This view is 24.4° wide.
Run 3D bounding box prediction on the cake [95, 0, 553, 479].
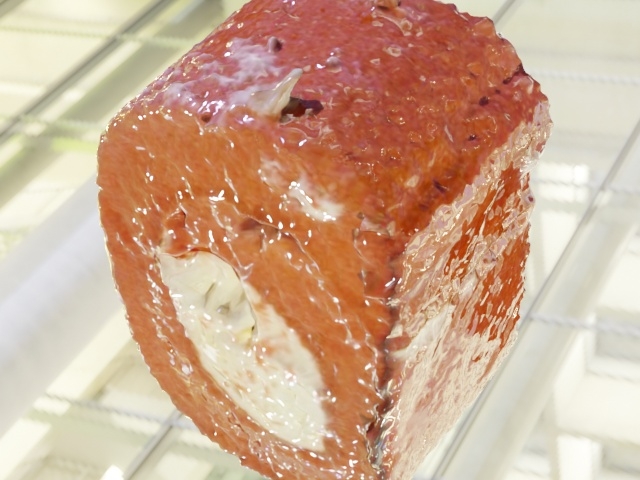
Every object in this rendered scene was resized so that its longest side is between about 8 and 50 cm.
[{"bbox_3d":[0.000,0.000,0.750,0.177,0.151,0.283,28,-36,25],"label":"cake"}]
